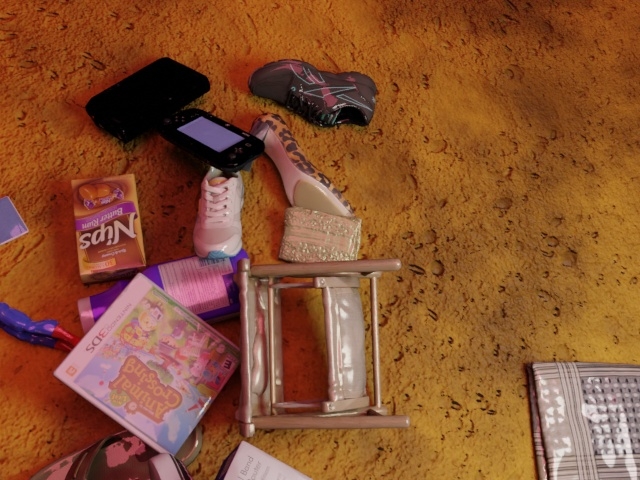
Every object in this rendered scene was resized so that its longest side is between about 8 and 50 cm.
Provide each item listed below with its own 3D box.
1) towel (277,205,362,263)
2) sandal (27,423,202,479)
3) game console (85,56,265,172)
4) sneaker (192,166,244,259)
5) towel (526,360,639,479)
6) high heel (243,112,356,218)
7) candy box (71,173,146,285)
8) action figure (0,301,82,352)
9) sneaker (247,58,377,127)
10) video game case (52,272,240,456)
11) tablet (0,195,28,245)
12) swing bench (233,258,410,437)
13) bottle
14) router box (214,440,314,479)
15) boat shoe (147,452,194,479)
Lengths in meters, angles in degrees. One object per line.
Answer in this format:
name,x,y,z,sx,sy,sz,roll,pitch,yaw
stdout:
towel,0.000,0.000,1.180,0.148,0.027,0.110,10,84,-6
sandal,-0.314,0.338,0.933,0.302,0.086,0.120,-31,75,-24
game console,-0.248,-0.228,1.193,0.361,0.044,0.213,30,56,26
sneaker,-0.177,-0.053,1.105,0.087,0.092,0.229,-4,38,-2
towel,0.519,0.366,1.096,0.312,0.056,0.325,5,64,-8
high heel,-0.026,-0.148,1.244,0.261,0.093,0.186,31,41,-8
candy box,-0.368,-0.021,1.123,0.109,0.053,0.187,-8,67,-15
action figure,-0.509,0.146,0.989,0.280,0.091,0.139,30,53,5
sneaker,-0.014,-0.292,1.298,0.267,0.101,0.106,4,66,-8
video game case,-0.250,0.185,0.968,0.212,0.023,0.193,39,65,-6
tablet,-0.551,-0.035,1.120,0.054,0.006,0.083,-31,74,-23
swing bench,-0.008,0.161,1.009,0.254,0.165,0.254,0,81,-7
bottle,-0.248,0.095,1.064,0.282,0.092,0.118,-14,69,-17
router box,-0.045,0.469,0.780,0.301,0.082,0.336,31,45,-6
boat shoe,-0.136,0.424,0.903,0.104,0.113,0.306,-26,79,-30
